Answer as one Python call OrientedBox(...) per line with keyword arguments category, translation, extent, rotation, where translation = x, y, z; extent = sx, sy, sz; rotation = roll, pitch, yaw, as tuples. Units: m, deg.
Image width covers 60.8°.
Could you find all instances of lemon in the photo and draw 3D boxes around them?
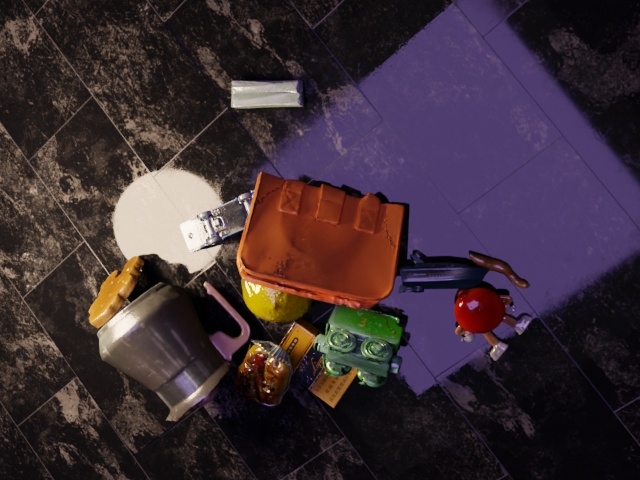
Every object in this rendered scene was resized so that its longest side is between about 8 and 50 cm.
OrientedBox(category="lemon", translation=(-0.120, 0.137, 1.549), extent=(0.231, 0.192, 0.192), rotation=(17, 102, -28))

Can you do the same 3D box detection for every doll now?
OrientedBox(category="doll", translation=(0.441, 0.208, 1.476), extent=(0.217, 0.085, 0.183), rotation=(35, 105, -9))

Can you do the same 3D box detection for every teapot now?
OrientedBox(category="teapot", translation=(-0.416, 0.309, 1.624), extent=(0.376, 0.305, 0.362), rotation=(-41, 94, -14))

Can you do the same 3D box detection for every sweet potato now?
OrientedBox(category="sweet potato", translation=(0.482, 0.075, 1.471), extent=(0.179, 0.044, 0.044), rotation=(27, 102, 3))

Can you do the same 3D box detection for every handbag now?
OrientedBox(category="handbag", translation=(0.000, 0.000, 1.448), extent=(0.410, 0.116, 0.304), rotation=(13, 71, -6))

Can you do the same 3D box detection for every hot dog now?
OrientedBox(category="hot dog", translation=(-0.166, 0.395, 1.596), extent=(0.162, 0.082, 0.270), rotation=(31, 132, 10))

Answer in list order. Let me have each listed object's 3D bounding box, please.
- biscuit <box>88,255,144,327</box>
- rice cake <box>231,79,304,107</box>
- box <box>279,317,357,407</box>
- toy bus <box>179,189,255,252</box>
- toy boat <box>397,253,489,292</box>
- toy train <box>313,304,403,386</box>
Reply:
OrientedBox(category="biscuit", translation=(-0.618, 0.159, 1.648), extent=(0.186, 0.295, 0.044), rotation=(-36, 115, 18))
OrientedBox(category="rice cake", translation=(-0.153, -0.426, 1.584), extent=(0.221, 0.042, 0.080), rotation=(3, 92, 15))
OrientedBox(category="box", translation=(-0.011, 0.358, 1.613), extent=(0.237, 0.070, 0.152), rotation=(34, 103, 7))
OrientedBox(category="toy bus", translation=(-0.254, -0.061, 1.600), extent=(0.297, 0.131, 0.106), rotation=(-22, 87, 15))
OrientedBox(category="toy boat", translation=(0.331, 0.088, 1.485), extent=(0.246, 0.093, 0.103), rotation=(-3, 73, 15))
OrientedBox(category="toy train", translation=(0.112, 0.285, 1.509), extent=(0.243, 0.188, 0.132), rotation=(15, 132, 13))
